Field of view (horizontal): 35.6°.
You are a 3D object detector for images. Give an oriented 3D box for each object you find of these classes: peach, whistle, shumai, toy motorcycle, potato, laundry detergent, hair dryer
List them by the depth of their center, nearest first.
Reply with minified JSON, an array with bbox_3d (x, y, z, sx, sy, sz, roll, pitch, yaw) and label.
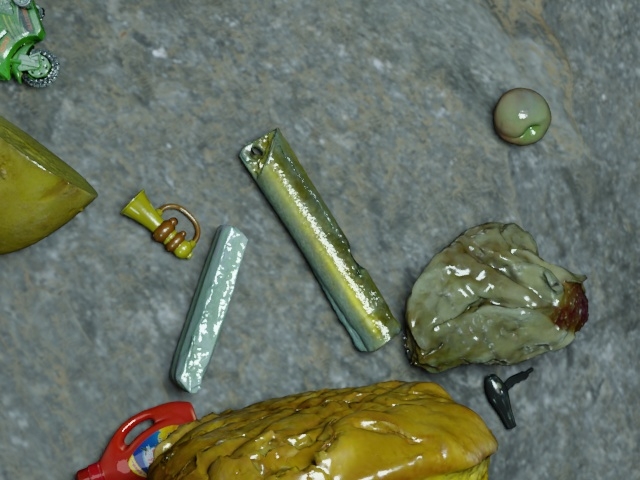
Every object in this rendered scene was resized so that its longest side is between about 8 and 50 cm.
[{"bbox_3d":[-0.397,-0.058,1.229,0.203,0.178,0.158,33,94,-17],"label":"potato"},{"bbox_3d":[-0.229,0.269,1.262,0.165,0.049,0.097,-19,78,-11],"label":"laundry detergent"},{"bbox_3d":[0.231,0.071,1.288,0.218,0.185,0.184,-17,93,-25],"label":"shumai"},{"bbox_3d":[-0.414,-0.279,1.303,0.106,0.074,0.190,-21,86,-4],"label":"toy motorcycle"},{"bbox_3d":[-0.207,-0.022,1.321,0.109,0.057,0.046,40,122,-11],"label":"whistle"},{"bbox_3d":[0.000,0.000,1.337,0.068,0.057,0.326,-32,88,-14],"label":"whistle"},{"bbox_3d":[0.269,0.208,1.373,0.083,0.031,0.079,-29,98,-21],"label":"hair dryer"},{"bbox_3d":[0.282,-0.175,1.404,0.083,0.083,0.083,1,82,-10],"label":"peach"}]

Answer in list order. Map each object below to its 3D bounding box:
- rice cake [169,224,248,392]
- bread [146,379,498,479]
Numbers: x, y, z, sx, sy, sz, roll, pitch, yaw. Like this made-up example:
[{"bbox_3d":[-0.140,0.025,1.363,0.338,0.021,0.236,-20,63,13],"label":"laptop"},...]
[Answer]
[{"bbox_3d":[-0.144,0.085,1.287,0.040,0.085,0.226,20,79,-14],"label":"rice cake"},{"bbox_3d":[0.003,0.283,1.143,0.397,0.398,0.215,-9,92,-11],"label":"bread"}]
